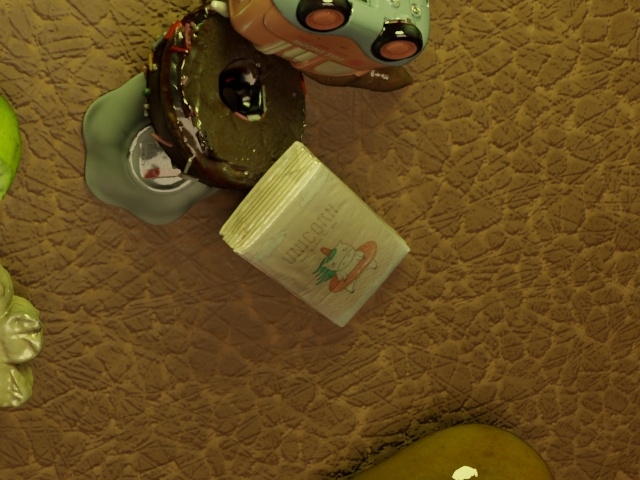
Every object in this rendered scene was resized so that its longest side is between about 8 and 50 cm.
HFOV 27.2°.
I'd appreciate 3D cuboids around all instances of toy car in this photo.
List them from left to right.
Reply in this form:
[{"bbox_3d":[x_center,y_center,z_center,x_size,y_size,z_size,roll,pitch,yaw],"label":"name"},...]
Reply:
[{"bbox_3d":[0.002,-0.313,1.733,0.270,0.212,0.180,15,62,-38],"label":"toy car"}]

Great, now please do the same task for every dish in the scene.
[{"bbox_3d":[-0.223,-0.124,1.860,0.229,0.081,0.229,-5,109,-16],"label":"dish"}]

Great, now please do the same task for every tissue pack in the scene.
[{"bbox_3d":[0.000,0.000,1.890,0.170,0.071,0.325,-47,147,2],"label":"tissue pack"}]

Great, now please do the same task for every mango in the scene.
[{"bbox_3d":[0.186,0.433,2.095,0.378,0.221,0.263,-14,116,-2],"label":"mango"}]

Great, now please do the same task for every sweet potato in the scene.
[{"bbox_3d":[0.043,-0.244,1.902,0.218,0.065,0.051,2,98,-37],"label":"sweet potato"}]

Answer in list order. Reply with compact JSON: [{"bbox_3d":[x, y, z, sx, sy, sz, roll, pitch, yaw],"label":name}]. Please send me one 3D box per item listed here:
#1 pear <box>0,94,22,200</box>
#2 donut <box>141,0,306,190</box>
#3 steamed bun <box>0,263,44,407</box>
[{"bbox_3d":[-0.527,-0.104,1.708,0.282,0.286,0.176,-36,142,-29],"label":"pear"},{"bbox_3d":[-0.130,-0.192,1.802,0.270,0.103,0.269,12,74,-47],"label":"donut"},{"bbox_3d":[-0.533,0.120,1.815,0.295,0.137,0.292,-22,116,-1],"label":"steamed bun"}]
